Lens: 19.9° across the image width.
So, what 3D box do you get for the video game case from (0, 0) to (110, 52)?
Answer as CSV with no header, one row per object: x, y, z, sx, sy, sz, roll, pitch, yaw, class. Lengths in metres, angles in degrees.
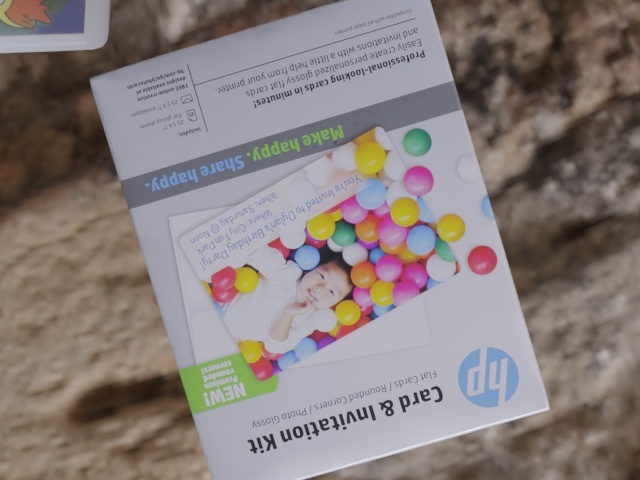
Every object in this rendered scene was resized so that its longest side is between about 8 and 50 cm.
-0.243,-0.203,0.736,0.329,0.036,0.300,-4,131,-16,video game case

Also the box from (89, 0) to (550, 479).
0.000,0.000,0.761,0.145,0.186,0.038,-16,-176,4,box
